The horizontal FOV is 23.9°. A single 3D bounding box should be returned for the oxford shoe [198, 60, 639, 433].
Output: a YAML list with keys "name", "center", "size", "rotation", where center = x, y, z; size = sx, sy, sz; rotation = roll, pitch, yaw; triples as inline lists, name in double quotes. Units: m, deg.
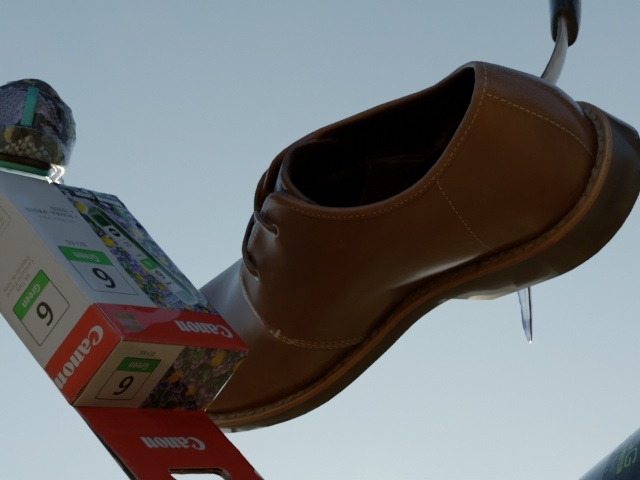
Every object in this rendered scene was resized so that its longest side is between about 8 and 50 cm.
- name: "oxford shoe"
  center: [0.000, 0.000, 0.503]
  size: [0.076, 0.076, 0.212]
  rotation: [29, -45, -31]

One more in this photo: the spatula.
- name: "spatula"
  center: [0.103, -0.082, 0.704]
  size: [0.030, 0.296, 0.084]
  rotation: [4, -41, 15]

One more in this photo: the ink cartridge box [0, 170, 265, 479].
- name: "ink cartridge box"
  center: [-0.057, 0.028, 0.452]
  size: [0.029, 0.115, 0.063]
  rotation: [-53, -30, 16]

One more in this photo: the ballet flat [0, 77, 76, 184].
- name: "ballet flat"
  center: [-0.104, -0.032, 0.517]
  size: [0.041, 0.041, 0.114]
  rotation: [10, -11, -17]

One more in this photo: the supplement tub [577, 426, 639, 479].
- name: "supplement tub"
  center: [0.284, 0.138, 0.825]
  size: [0.194, 0.193, 0.316]
  rotation: [19, -48, -26]
